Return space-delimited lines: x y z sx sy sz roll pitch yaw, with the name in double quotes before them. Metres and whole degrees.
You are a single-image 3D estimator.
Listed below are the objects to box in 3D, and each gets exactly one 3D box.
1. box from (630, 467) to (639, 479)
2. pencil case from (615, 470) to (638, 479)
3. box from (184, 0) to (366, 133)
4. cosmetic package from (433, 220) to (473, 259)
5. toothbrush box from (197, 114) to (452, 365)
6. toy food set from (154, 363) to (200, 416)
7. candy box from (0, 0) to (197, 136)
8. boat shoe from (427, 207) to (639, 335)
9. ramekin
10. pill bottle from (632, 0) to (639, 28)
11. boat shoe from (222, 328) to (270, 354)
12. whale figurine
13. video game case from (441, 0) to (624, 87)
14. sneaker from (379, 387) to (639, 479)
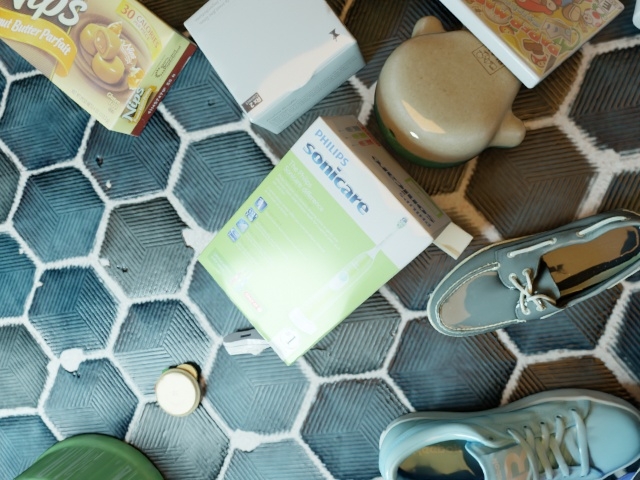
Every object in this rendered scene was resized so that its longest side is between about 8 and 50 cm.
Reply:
"box" 0.562 0.379 0.518 0.472 0.297 0.480 28 99 -18
"pencil case" 0.341 0.414 0.735 0.306 0.119 0.133 -27 76 12
"box" -0.061 -0.284 0.796 0.181 0.119 0.182 -36 85 11
"cosmetic package" 0.160 -0.024 0.788 0.115 0.060 0.041 37 101 10
"toothbrush box" 0.000 0.000 0.758 0.206 0.122 0.283 48 118 7
"toy food set" -0.235 0.248 0.903 0.083 0.020 0.083 -18 89 12
"candy box" -0.377 -0.336 0.877 0.316 0.087 0.183 39 99 9
"boat shoe" 0.292 0.046 0.741 0.319 0.099 0.116 -24 87 12
"ramekin" -0.400 0.487 0.882 0.303 0.148 0.303 0 92 12
"pill bottle" 0.467 -0.390 0.668 0.136 0.136 0.245 12 95 11
"boat shoe" -0.104 0.163 0.868 0.100 0.035 0.035 -10 117 9
"whale figurine" 0.197 -0.209 0.754 0.272 0.141 0.216 -36 83 -13
"video game case" 0.260 -0.332 0.719 0.206 0.026 0.227 -39 83 -22
"sneaker" 0.256 0.294 0.732 0.366 0.150 0.135 -14 90 12
